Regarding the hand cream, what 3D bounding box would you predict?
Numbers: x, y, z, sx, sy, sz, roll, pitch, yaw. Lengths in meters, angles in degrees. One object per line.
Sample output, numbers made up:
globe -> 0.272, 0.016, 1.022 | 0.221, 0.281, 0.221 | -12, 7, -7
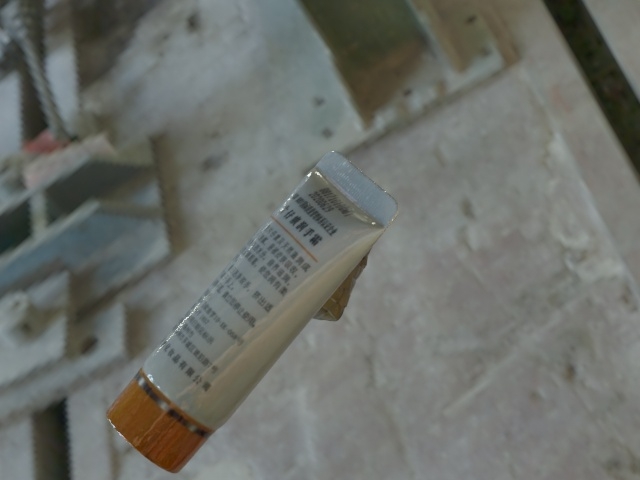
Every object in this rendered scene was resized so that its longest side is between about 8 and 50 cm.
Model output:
hand cream -> -0.063, 0.057, 1.521 | 0.314, 0.089, 0.139 | -50, 36, 6

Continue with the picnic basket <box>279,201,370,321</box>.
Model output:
picnic basket -> 0.000, 0.000, 2.116 | 0.128, 0.137, 0.178 | 10, 34, 16
